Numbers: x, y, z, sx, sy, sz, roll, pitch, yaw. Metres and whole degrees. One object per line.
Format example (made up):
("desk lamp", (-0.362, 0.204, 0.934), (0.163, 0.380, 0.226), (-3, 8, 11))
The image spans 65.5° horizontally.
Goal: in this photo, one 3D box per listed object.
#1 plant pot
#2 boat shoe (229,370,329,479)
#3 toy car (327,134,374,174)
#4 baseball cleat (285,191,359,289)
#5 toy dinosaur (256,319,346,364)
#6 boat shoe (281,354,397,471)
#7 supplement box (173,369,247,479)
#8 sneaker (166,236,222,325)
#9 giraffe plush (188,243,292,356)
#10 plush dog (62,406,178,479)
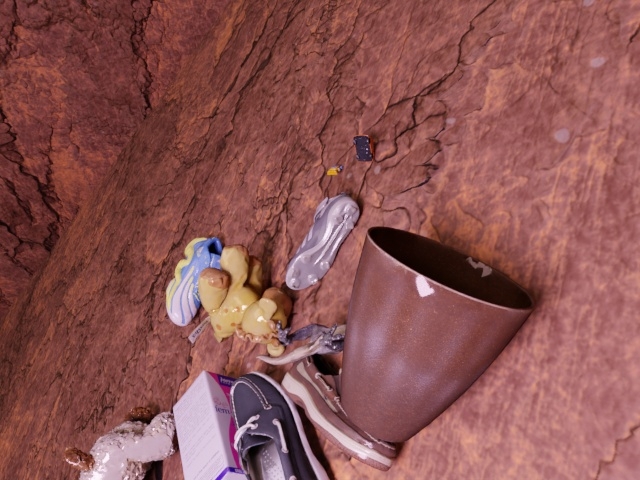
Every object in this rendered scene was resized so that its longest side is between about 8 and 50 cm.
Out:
("plant pot", (0.117, 0.131, 0.635), (0.215, 0.216, 0.230), (42, 115, 52))
("boat shoe", (-0.080, 0.323, 0.775), (0.302, 0.091, 0.114), (43, 110, 43))
("toy car", (0.059, -0.178, 0.999), (0.122, 0.060, 0.040), (-15, 25, 37))
("baseball cleat", (0.000, 0.000, 0.959), (0.206, 0.072, 0.109), (-51, 24, 8))
("toy dinosaur", (0.000, 0.150, 0.756), (0.268, 0.118, 0.063), (-19, 68, 14))
("boat shoe", (0.028, 0.234, 0.746), (0.257, 0.095, 0.095), (23, 80, 54))
("supplement box", (-0.175, 0.359, 0.891), (0.114, 0.111, 0.220), (-52, 38, 13))
("sneaker", (-0.304, 0.088, 1.230), (0.126, 0.091, 0.240), (-23, 51, 40))
("giraffe plush", (-0.133, 0.130, 0.963), (0.171, 0.181, 0.210), (13, 66, 31))
("plush dog", (-0.439, 0.484, 1.089), (0.225, 0.211, 0.262), (141, 147, -69))
